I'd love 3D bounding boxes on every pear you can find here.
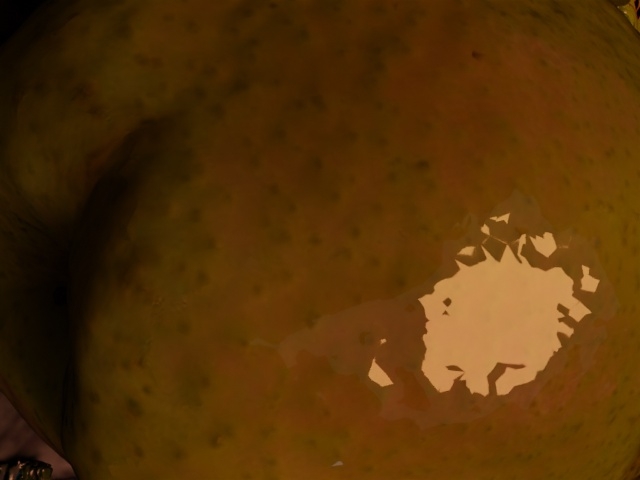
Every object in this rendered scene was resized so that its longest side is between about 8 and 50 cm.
[{"bbox_3d":[0.000,0.000,0.491,0.391,0.391,0.391,-19,118,-40],"label":"pear"}]

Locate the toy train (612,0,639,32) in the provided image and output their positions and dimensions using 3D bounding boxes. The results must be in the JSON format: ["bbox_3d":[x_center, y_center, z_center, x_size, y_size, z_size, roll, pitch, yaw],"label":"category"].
[{"bbox_3d":[0.323,-0.145,0.981,0.085,0.053,0.249,-52,136,-26],"label":"toy train"}]

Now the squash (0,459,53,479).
[{"bbox_3d":[-0.168,0.227,0.580,0.052,0.052,0.183,-13,79,-42],"label":"squash"}]
